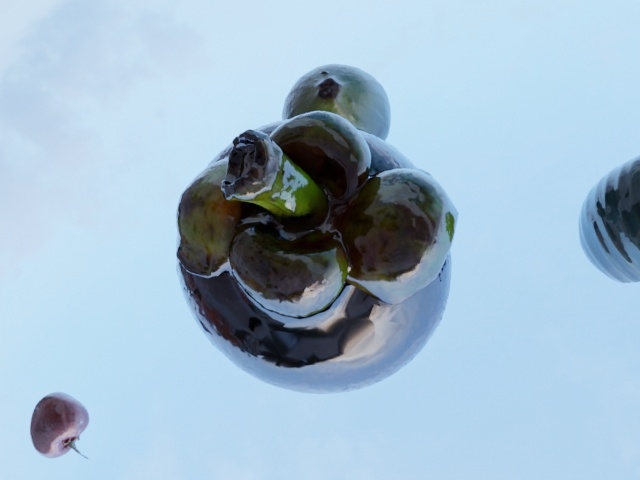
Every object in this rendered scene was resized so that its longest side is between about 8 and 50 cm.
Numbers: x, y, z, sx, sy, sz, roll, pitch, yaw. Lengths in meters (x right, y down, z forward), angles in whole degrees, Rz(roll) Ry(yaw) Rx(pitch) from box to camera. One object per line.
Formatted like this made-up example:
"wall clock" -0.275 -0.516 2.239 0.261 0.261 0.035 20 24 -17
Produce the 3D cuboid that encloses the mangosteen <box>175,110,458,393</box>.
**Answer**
"mangosteen" -0.003 0.007 0.523 0.329 0.330 0.330 -13 -127 19

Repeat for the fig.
"fig" 0.026 -0.228 0.829 0.202 0.225 0.203 -1 -102 5

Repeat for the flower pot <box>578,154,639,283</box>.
"flower pot" 0.446 -0.035 0.588 0.189 0.243 0.157 -1 -107 -25

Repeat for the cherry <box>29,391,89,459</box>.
"cherry" -0.482 0.337 0.860 0.126 0.087 0.106 14 -98 28
